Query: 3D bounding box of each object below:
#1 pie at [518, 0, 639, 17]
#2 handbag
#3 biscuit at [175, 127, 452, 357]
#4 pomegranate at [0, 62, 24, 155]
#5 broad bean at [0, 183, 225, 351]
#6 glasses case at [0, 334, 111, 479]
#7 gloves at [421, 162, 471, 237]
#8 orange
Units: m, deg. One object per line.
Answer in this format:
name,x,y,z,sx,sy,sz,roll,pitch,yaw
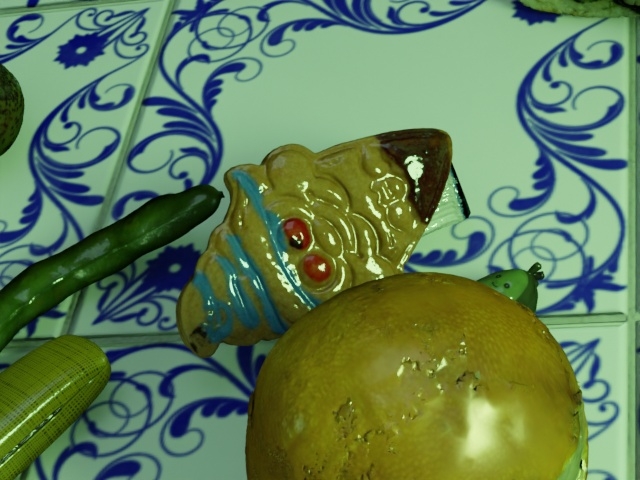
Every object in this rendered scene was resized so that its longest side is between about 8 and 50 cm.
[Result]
pie,0.292,-0.286,1.533,0.218,0.052,0.185,6,44,20
handbag,0.134,0.055,1.250,0.111,0.047,0.072,-32,46,-10
biscuit,0.000,0.000,1.265,0.280,0.183,0.043,-36,7,-5
pomegranate,-0.361,-0.129,1.562,0.138,0.163,0.126,-24,82,15
broad bean,-0.218,0.038,1.353,0.292,0.049,0.144,-38,22,-27
glasses case,-0.270,0.164,1.260,0.234,0.064,0.079,-43,34,-24
gloves,0.018,-0.016,1.327,0.229,0.097,0.119,-14,71,-12
orange,0.066,0.137,1.060,0.240,0.240,0.240,-9,45,9
